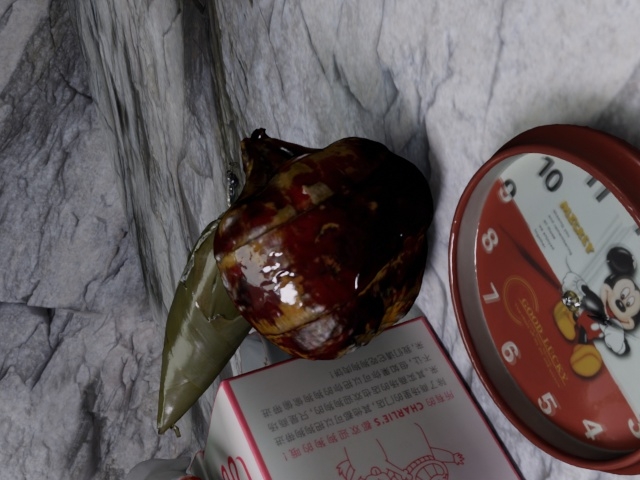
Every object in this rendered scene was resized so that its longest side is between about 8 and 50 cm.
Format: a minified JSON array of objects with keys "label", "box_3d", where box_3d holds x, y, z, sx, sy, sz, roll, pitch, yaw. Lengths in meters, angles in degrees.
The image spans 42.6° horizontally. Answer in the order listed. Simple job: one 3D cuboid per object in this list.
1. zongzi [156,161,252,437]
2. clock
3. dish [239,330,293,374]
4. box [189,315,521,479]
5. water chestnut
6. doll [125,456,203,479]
[{"label":"zongzi","box_3d":[-0.189,0.123,1.498,0.447,0.181,0.418,123,167,-62]},{"label":"clock","box_3d":[0.230,0.053,0.735,0.318,0.080,0.318,39,135,54]},{"label":"dish","box_3d":[-0.088,0.280,1.646,0.229,0.081,0.229,42,138,54]},{"label":"box","box_3d":[0.040,0.326,1.066,0.312,0.314,0.300,60,152,29]},{"label":"water chestnut","box_3d":[0.000,0.000,0.995,0.244,0.289,0.289,26,131,37]},{"label":"doll","box_3d":[-0.138,0.366,0.993,0.384,0.099,0.188,19,119,56]}]
